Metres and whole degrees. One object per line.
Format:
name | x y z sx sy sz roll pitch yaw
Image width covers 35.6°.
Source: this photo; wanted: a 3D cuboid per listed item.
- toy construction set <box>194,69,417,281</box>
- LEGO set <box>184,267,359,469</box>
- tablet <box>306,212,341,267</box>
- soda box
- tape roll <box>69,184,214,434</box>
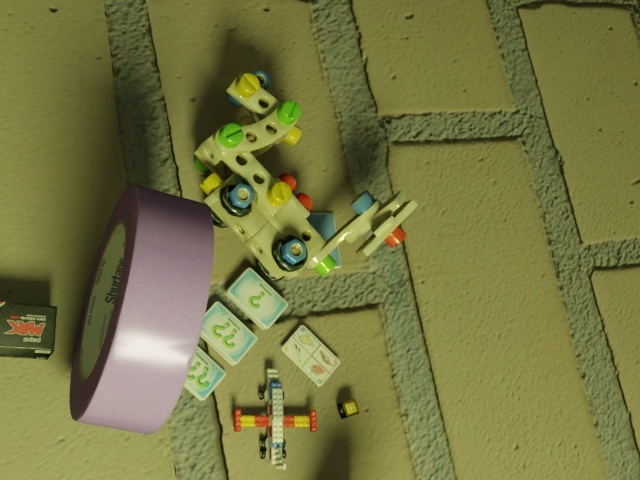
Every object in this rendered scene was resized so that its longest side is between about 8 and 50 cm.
toy construction set | -0.039 -0.074 1.365 0.327 0.151 0.215 40 59 5
LEGO set | -0.060 0.176 1.307 0.244 0.060 0.182 45 63 -5
tablet | 0.000 0.000 1.427 0.054 0.006 0.083 0 71 -25
soda box | -0.400 0.103 1.173 0.168 0.053 0.060 7 69 -24
tape roll | -0.209 0.078 1.143 0.090 0.275 0.275 14 66 -20
